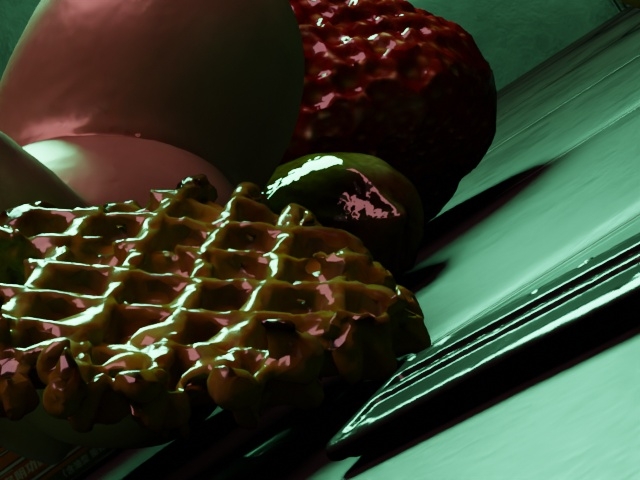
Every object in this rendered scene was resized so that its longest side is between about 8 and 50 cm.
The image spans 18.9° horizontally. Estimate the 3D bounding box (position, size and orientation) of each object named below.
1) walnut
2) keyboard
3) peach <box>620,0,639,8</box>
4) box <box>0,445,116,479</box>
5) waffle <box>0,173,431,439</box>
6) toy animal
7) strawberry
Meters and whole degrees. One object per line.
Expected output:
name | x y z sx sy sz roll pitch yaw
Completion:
walnut | 0.000 0.000 1.218 0.116 0.116 0.207 -35 11 -30
keyboard | 0.155 -0.023 0.636 0.381 0.041 0.103 -39 0 33
peach | 0.305 -0.291 1.393 0.274 0.245 0.249 140 144 -67
box | -0.219 0.089 1.322 0.195 0.177 0.148 -35 2 -28
waffle | -0.071 0.027 0.866 0.228 0.051 0.231 -12 22 -38
toy animal | -0.111 -0.027 1.118 0.326 0.237 0.269 -68 22 -4
strawberry | -0.036 -0.085 1.453 0.351 0.267 0.312 -12 -27 15
